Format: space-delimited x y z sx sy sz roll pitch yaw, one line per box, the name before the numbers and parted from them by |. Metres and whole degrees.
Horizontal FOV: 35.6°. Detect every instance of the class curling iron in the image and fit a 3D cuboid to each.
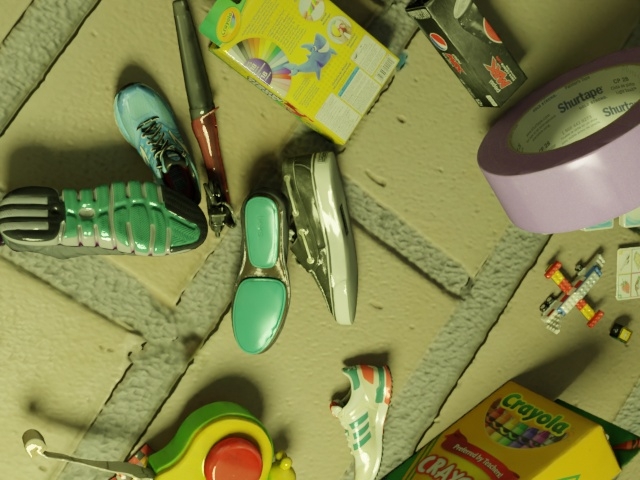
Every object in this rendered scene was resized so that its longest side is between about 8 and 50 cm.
curling iron | -0.129 -0.136 1.135 0.035 0.068 0.274 -10 101 -10

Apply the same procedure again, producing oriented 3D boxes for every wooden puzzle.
wooden puzzle | -0.212 0.278 1.197 0.083 0.006 0.049 -45 112 -11

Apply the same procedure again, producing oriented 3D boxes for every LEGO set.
LEGO set | 0.393 0.032 1.388 0.182 0.060 0.244 -5 101 -19

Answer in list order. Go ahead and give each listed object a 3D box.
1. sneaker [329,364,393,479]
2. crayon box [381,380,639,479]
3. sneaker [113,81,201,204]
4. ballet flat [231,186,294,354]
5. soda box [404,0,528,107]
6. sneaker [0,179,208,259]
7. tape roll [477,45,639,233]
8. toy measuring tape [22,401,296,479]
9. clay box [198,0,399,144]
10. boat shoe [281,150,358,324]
sneaker | 0.045 0.235 1.280 0.075 0.057 0.161 8 97 -7
crayon box | 0.235 0.298 1.285 0.318 0.202 0.081 -34 110 -16
sneaker | -0.172 -0.104 1.115 0.063 0.073 0.162 -34 110 -14
ballet flat | -0.065 0.033 1.180 0.074 0.074 0.203 -3 108 -23
soda box | 0.185 -0.248 1.255 0.060 0.053 0.169 -46 113 -10
sneaker | -0.240 -0.016 1.093 0.223 0.098 0.083 5 71 -20
tape roll | 0.333 -0.126 1.215 0.275 0.275 0.090 -40 111 -13
toy measuring tape | -0.168 0.230 1.151 0.330 0.121 0.121 20 90 -25
clay box | -0.029 -0.227 1.167 0.222 0.053 0.127 36 84 -22
boat shoe | 0.000 0.000 1.212 0.070 0.078 0.219 -6 106 14
